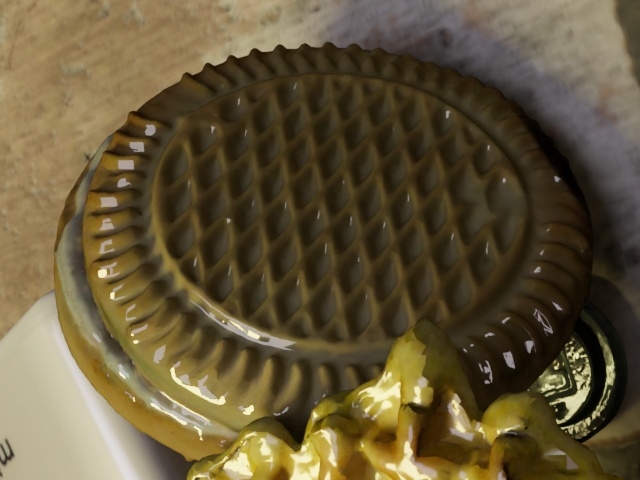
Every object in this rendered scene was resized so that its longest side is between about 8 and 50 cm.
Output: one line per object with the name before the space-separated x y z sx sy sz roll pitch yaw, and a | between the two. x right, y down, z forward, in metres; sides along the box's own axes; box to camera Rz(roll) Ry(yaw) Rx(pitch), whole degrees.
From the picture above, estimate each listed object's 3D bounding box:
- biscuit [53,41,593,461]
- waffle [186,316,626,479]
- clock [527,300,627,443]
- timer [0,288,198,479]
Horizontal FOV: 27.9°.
biscuit | 0.000 0.000 0.622 0.259 0.259 0.079 42 149 27
waffle | 0.047 0.162 0.511 0.243 0.059 0.238 46 126 8
clock | 0.118 0.066 0.666 0.085 0.017 0.085 6 100 39
timer | -0.086 0.141 0.729 0.194 0.192 0.195 -41 71 35
